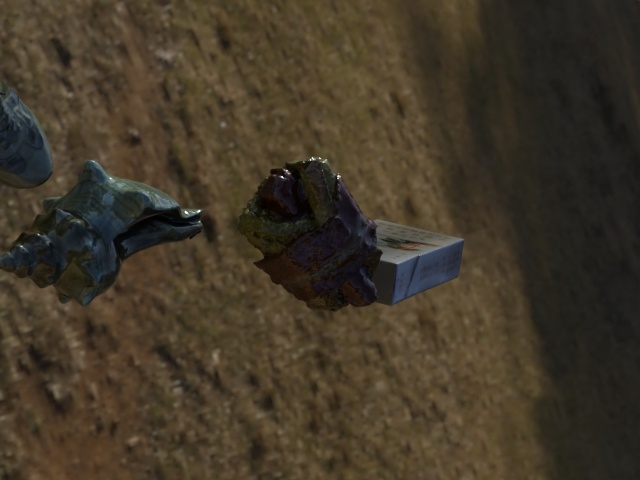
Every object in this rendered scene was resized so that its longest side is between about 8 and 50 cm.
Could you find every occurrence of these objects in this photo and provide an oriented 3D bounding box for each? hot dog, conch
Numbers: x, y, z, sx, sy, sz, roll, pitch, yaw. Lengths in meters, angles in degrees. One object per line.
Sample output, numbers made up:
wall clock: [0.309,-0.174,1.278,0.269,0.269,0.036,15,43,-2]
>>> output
hot dog: [0.000,0.000,1.486,0.213,0.103,0.146,45,75,-30]
conch: [-0.212,-0.020,1.230,0.114,0.137,0.234,47,58,6]

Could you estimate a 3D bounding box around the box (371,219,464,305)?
box: [0.089,0.028,1.820,0.233,0.150,0.067,-17,115,-60]

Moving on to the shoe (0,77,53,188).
shoe: [-0.429,-0.167,1.601,0.275,0.098,0.103,45,73,-33]
